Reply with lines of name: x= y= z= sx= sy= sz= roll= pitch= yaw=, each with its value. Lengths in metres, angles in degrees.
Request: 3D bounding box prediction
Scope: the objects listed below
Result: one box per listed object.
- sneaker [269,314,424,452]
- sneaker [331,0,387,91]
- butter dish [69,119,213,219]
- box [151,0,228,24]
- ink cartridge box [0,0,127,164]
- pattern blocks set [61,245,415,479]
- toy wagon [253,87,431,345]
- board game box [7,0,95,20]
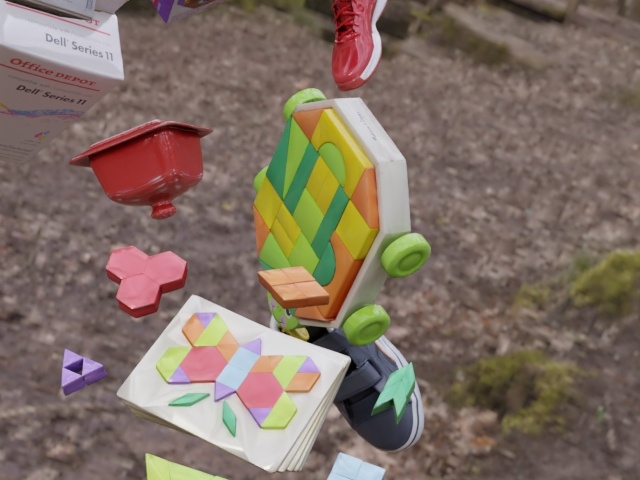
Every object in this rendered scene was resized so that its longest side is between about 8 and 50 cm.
sneaker: x=0.018 y=0.144 z=1.708 sx=0.127 sy=0.126 sz=0.321 roll=-11 pitch=70 yaw=-57
sneaker: x=0.030 y=-0.334 z=1.888 sx=0.128 sy=0.087 sz=0.221 roll=42 pitch=44 yaw=-42
butter dish: x=-0.222 y=-0.085 z=1.701 sx=0.160 sy=0.118 sz=0.160 roll=-20 pitch=-6 yaw=16
box: x=-0.077 y=-0.409 z=1.704 sx=0.293 sy=0.201 sz=0.057 roll=-27 pitch=76 yaw=-28
ink cartridge box: x=-0.420 y=-0.248 z=1.807 sx=0.207 sy=0.353 sz=0.119 roll=11 pitch=59 yaw=-41
pattern blocks set: x=-0.078 y=0.128 z=1.185 sx=0.325 sy=0.026 sz=0.285 roll=11 pitch=50 yaw=7
toy wagon: x=0.000 y=0.000 z=1.529 sx=0.068 sy=0.344 sz=0.267 roll=-6 pitch=48 yaw=-34
board game box: x=-0.322 y=-0.357 z=1.399 sx=0.053 sy=0.193 sz=0.305 roll=9 pitch=3 yaw=15
